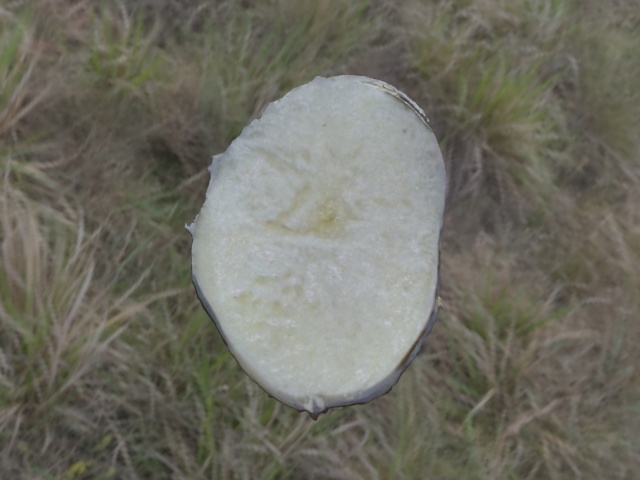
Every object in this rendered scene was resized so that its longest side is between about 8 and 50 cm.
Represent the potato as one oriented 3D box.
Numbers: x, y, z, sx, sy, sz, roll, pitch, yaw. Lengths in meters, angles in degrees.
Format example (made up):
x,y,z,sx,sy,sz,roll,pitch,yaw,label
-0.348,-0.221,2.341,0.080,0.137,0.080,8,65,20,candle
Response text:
x,y,z,sx,sy,sz,roll,pitch,yaw,label
0.000,0.000,1.447,0.289,0.397,0.296,-3,9,2,potato
